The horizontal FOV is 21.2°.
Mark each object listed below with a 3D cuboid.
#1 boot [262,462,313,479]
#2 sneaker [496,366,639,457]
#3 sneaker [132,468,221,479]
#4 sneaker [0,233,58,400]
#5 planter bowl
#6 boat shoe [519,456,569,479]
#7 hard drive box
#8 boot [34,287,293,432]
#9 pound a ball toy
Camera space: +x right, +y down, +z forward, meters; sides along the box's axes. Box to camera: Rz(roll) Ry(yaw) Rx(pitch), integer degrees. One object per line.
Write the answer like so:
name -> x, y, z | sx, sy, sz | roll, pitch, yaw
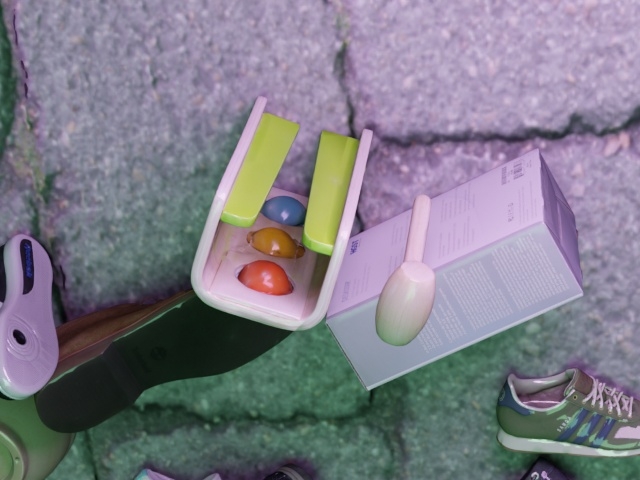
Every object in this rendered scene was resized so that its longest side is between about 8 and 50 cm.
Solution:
boot -> -0.089, 0.369, 1.843 | 0.085, 0.178, 0.236 | 22, 116, 41
sneaker -> 0.277, 0.174, 1.780 | 0.192, 0.064, 0.086 | -1, 119, 10
sneaker -> -0.203, 0.299, 1.890 | 0.212, 0.080, 0.094 | -9, 108, -1
sneaker -> -0.333, 0.102, 1.743 | 0.121, 0.217, 0.079 | -35, 124, 23
planter bowl -> -0.353, 0.212, 1.844 | 0.162, 0.109, 0.162 | 2, 113, 5
boat shoe -> 0.176, 0.315, 1.853 | 0.228, 0.080, 0.076 | -41, 86, 24
hard drive box -> 0.130, 0.026, 1.669 | 0.232, 0.181, 0.089 | -25, 110, 17
boot -> -0.160, 0.086, 1.774 | 0.305, 0.115, 0.112 | -22, 125, -6
pound a ball toy -> 0.000, 0.000, 1.595 | 0.208, 0.319, 0.136 | 17, 115, -2
